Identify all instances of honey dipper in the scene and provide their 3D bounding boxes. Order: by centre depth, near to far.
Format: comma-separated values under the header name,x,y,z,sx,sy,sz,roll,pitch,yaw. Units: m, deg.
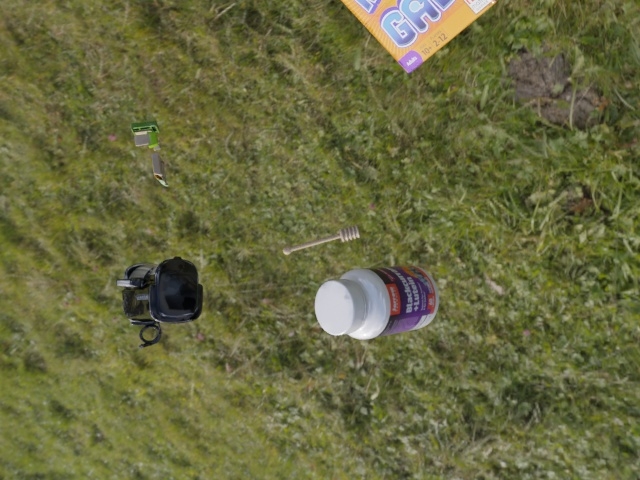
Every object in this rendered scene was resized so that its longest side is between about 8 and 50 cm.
name,x,y,z,sx,sy,sz,roll,pitch,yaw
honey dipper,0.000,0.000,1.142,0.161,0.030,0.030,-14,121,-2

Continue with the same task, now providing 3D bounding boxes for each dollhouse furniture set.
name,x,y,z,sx,sy,sz,roll,pitch,yaw
dollhouse furniture set,-0.392,-0.197,1.265,0.059,0.151,0.076,-10,167,-6

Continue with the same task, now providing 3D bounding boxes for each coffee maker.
name,x,y,z,sx,sy,sz,roll,pitch,yaw
coffee maker,-0.308,0.123,1.097,0.178,0.120,0.171,-7,105,54

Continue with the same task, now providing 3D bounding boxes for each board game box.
name,x,y,z,sx,sy,sz,roll,pitch,yaw
board game box,0.291,-0.729,1.401,0.356,0.356,0.356,44,156,-10

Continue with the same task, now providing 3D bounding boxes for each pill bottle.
name,x,y,z,sx,sy,sz,roll,pitch,yaw
pill bottle,0.087,0.095,0.860,0.108,0.193,0.108,1,92,46
